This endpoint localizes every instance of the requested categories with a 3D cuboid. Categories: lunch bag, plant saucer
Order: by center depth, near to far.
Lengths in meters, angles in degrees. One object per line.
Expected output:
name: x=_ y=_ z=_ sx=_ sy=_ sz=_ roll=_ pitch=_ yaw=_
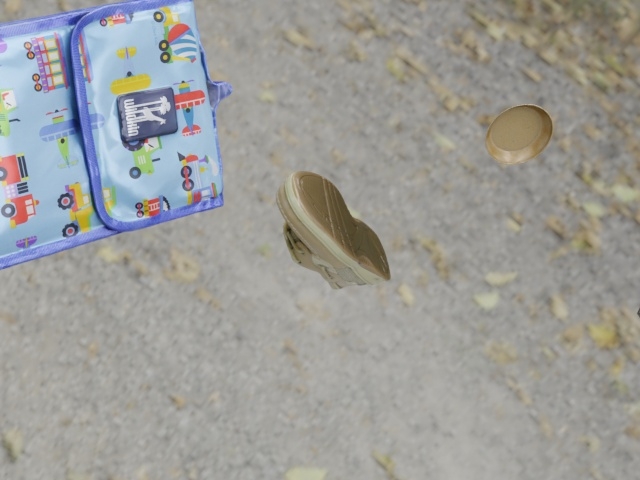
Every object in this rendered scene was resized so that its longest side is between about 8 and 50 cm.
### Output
lunch bag: x=-0.228 y=-0.115 z=1.382 sx=0.293 sy=0.138 sz=0.220 roll=-15 pitch=104 yaw=-20
plant saucer: x=0.230 y=-0.127 z=1.643 sx=0.083 sy=0.083 sz=0.015 roll=14 pitch=32 yaw=-24

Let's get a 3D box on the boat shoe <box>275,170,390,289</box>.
boat shoe: x=0.000 y=0.000 z=1.880 sx=0.302 sy=0.098 sz=0.109 roll=39 pitch=34 yaw=-62

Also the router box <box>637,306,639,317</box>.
router box: x=0.427 y=0.078 z=1.673 sx=0.038 sy=0.092 sz=0.122 roll=18 pitch=19 yaw=-13
